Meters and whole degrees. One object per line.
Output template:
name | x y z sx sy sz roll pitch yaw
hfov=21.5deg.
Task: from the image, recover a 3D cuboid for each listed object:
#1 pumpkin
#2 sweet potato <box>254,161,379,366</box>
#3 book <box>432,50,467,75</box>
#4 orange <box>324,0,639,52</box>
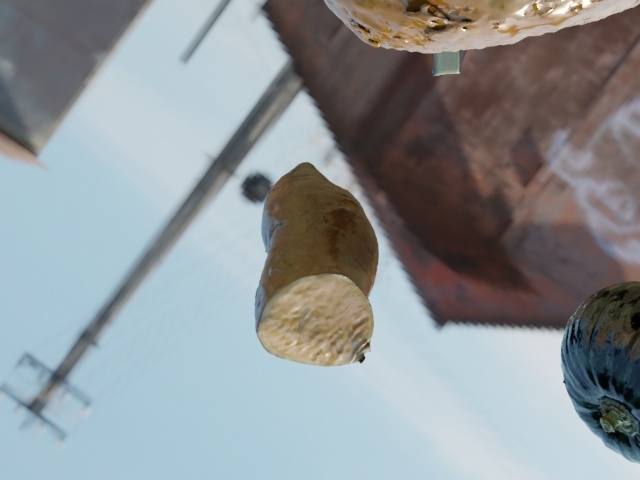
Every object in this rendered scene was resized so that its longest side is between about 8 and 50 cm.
pumpkin | 0.309 0.129 1.552 0.202 0.140 0.202 36 151 23
sweet potato | -0.002 -0.002 1.813 0.131 0.131 0.337 33 -151 -19
book | 0.170 -0.387 1.898 0.039 0.300 0.428 5 -157 10
orange | 0.130 -0.301 1.286 0.340 0.340 0.293 -83 -19 -78
